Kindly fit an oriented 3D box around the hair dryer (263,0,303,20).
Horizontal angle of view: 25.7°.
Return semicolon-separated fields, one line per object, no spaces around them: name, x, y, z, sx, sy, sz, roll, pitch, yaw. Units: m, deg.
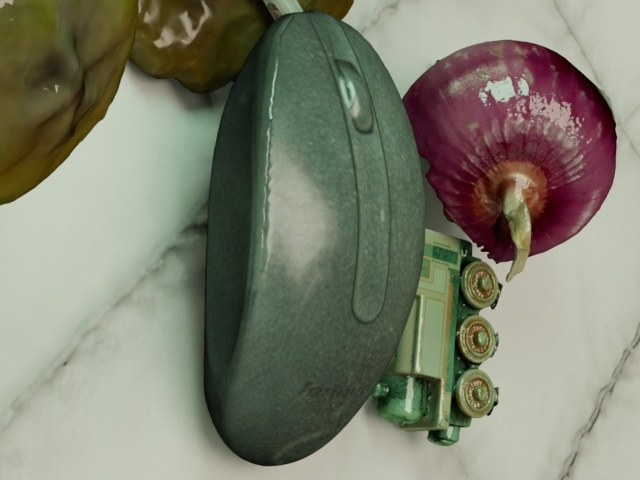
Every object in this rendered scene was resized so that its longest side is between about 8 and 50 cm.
hair dryer;-0.047;-0.205;1.136;0.082;0.047;0.137;-56;132;-27

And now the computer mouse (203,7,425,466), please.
computer mouse;0.004;0.000;1.126;0.203;0.114;0.373;2;95;-45

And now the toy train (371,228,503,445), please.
toy train;0.099;0.087;1.290;0.125;0.081;0.194;15;73;-33

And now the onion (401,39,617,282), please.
onion;0.181;-0.091;1.303;0.207;0.200;0.200;51;48;-1

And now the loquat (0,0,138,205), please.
loquat;-0.246;-0.136;0.832;0.276;0.284;0.276;-40;146;-34

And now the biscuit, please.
biscuit;-0.077;-0.288;1.181;0.335;0.078;0.329;-6;91;-43

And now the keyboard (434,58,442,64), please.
keyboard;0.161;-0.097;1.427;0.195;0.018;0.060;48;59;-28
